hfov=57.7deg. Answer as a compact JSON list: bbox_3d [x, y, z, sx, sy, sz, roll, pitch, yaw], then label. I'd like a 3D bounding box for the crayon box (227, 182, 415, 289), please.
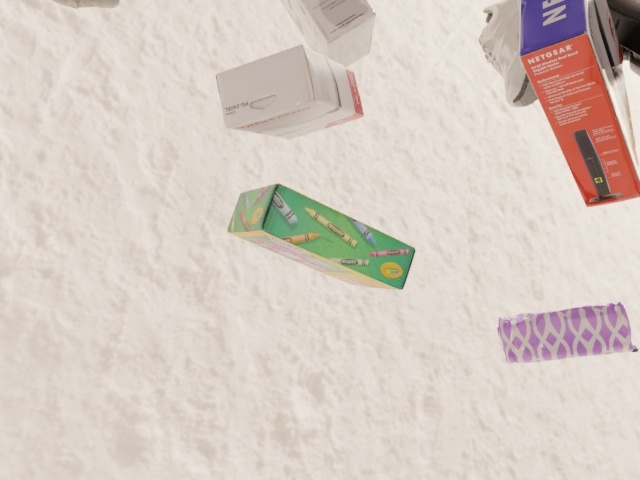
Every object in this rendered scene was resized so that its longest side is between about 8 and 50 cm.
[{"bbox_3d":[0.000,0.000,0.993,0.278,0.165,0.081,24,78,-25],"label":"crayon box"}]

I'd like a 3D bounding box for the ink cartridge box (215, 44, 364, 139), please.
[{"bbox_3d":[-0.030,-0.162,0.657,0.150,0.109,0.063,-11,90,-66],"label":"ink cartridge box"}]

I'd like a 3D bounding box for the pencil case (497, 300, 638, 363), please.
[{"bbox_3d":[0.392,0.147,0.937,0.088,0.206,0.086,-51,129,-67],"label":"pencil case"}]

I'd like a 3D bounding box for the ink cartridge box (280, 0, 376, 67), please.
[{"bbox_3d":[-0.009,-0.533,1.263,0.121,0.211,0.289,-32,85,-1],"label":"ink cartridge box"}]

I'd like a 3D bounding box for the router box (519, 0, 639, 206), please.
[{"bbox_3d":[0.387,-0.271,0.864,0.301,0.082,0.335,46,44,-37],"label":"router box"}]

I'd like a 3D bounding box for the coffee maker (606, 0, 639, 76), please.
[{"bbox_3d":[0.552,-0.382,1.019,0.178,0.120,0.171,49,-5,41],"label":"coffee maker"}]

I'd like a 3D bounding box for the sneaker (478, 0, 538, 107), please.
[{"bbox_3d":[0.398,-0.391,1.212,0.111,0.129,0.297,49,44,-48],"label":"sneaker"}]

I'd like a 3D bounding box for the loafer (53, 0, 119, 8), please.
[{"bbox_3d":[-0.252,-0.395,0.733,0.111,0.112,0.319,18,56,-12],"label":"loafer"}]
